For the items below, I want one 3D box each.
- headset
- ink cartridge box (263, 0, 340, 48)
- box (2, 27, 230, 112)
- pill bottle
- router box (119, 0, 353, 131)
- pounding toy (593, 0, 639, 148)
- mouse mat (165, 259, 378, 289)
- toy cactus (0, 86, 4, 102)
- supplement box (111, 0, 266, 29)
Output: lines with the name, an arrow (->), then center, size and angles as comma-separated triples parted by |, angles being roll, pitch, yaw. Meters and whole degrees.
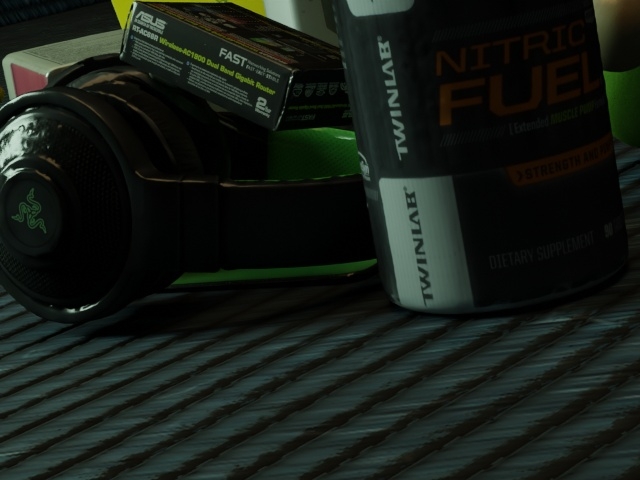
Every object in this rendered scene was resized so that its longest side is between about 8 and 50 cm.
headset -> -0.128, -0.063, 1.039 | 0.394, 0.185, 0.243 | 1, 12, 4
ink cartridge box -> 0.060, -0.193, 1.298 | 0.198, 0.273, 0.115 | -13, 12, -9
box -> -0.143, -0.090, 1.348 | 0.148, 0.127, 0.232 | -14, 12, -15
pill bottle -> 0.074, -0.096, 0.894 | 0.130, 0.246, 0.130 | -11, 12, 2
router box -> -0.039, -0.101, 1.018 | 0.122, 0.038, 0.092 | 26, 19, 31
pounding toy -> 0.265, -0.108, 1.092 | 0.183, 0.110, 0.237 | -38, -29, 6
mouse mat -> 0.000, 0.000, 1.095 | 0.152, 0.007, 0.189 | -4, 13, 30
toy cactus -> -0.351, -0.102, 1.696 | 0.180, 0.112, 0.219 | -28, 28, -28
supplement box -> -0.050, -0.252, 1.808 | 0.194, 0.195, 0.356 | -18, 9, 20
